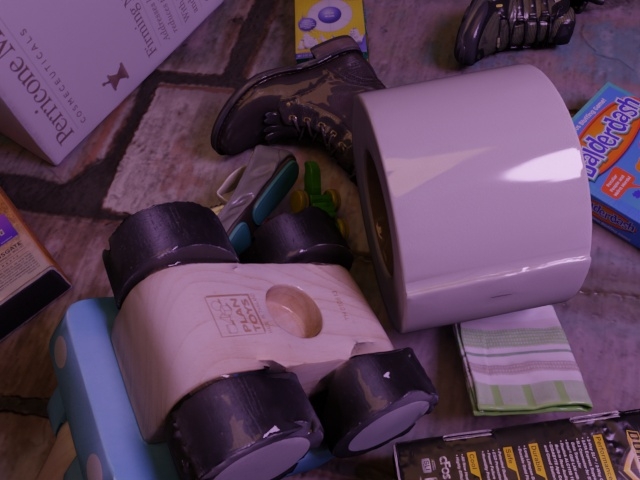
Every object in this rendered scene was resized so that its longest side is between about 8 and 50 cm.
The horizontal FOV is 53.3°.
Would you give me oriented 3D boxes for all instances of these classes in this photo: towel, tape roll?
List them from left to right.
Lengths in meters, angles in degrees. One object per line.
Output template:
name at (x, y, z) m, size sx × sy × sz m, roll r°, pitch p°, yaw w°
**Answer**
tape roll at (0.136, -0.041, 0.642) m, size 0.169 × 0.246 × 0.246 m, roll -11°, pitch 59°, yaw -3°
towel at (0.196, 0.111, 0.643) m, size 0.113 × 0.023 × 0.152 m, roll -6°, pitch 33°, yaw 5°

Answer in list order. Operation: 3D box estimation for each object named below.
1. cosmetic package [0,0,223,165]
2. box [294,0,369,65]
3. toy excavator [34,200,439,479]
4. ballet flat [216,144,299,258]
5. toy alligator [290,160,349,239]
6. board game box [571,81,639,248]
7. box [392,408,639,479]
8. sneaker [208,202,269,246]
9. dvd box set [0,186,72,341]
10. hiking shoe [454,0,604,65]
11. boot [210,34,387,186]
cosmetic package at (-0.405, -0.392, 0.877) m, size 0.327 × 0.329 × 0.393 m, roll 29°, pitch 69°, yaw 22°
box at (0.015, -0.325, 0.945) m, size 0.105 × 0.043 × 0.179 m, roll -5°, pitch 58°, yaw 5°
toy excavator at (-0.181, 0.193, 0.587) m, size 0.433 × 0.445 × 0.222 m, roll 1°, pitch 47°, yaw -43°
ballet flat at (-0.099, -0.025, 0.723) m, size 0.068 × 0.072 × 0.213 m, roll 22°, pitch 60°, yaw 17°
toy alligator at (0.000, 0.000, 0.756) m, size 0.056 × 0.051 × 0.189 m, roll -6°, pitch 75°, yaw -30°
board game box at (0.379, -0.079, 0.747) m, size 0.210 × 0.047 × 0.160 m, roll 38°, pitch 72°, yaw 26°
box at (0.210, 0.317, 0.529) m, size 0.257 × 0.079 × 0.322 m, roll -8°, pitch 59°, yaw 1°
sneaker at (-0.133, 0.005, 0.767) m, size 0.161 × 0.057 × 0.075 m, roll -20°, pitch 54°, yaw -7°
dvd box set at (-0.557, 0.008, 0.825) m, size 0.307 × 0.062 × 0.420 m, roll -40°, pitch 63°, yaw -14°
hiking shoe at (0.283, -0.303, 0.867) m, size 0.227 × 0.086 × 0.114 m, roll -39°, pitch 59°, yaw -15°
boot at (0.015, -0.128, 0.809) m, size 0.263 × 0.091 × 0.229 m, roll -34°, pitch 69°, yaw -3°
